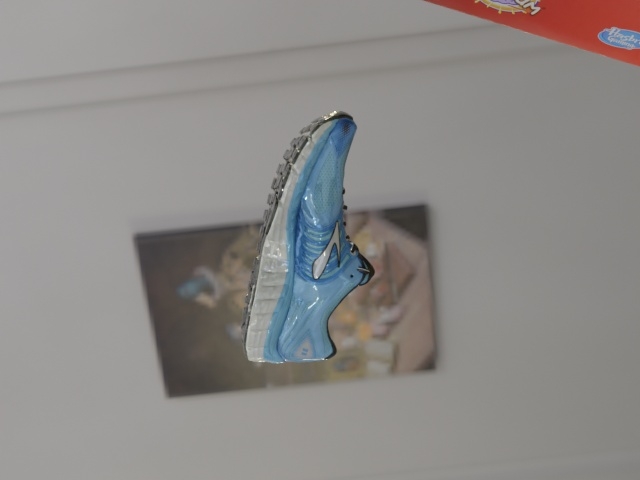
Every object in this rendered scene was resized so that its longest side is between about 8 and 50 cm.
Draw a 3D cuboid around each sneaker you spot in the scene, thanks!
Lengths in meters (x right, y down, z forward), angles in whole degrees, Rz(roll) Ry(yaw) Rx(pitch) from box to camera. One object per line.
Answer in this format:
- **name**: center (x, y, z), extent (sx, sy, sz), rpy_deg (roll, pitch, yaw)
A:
- **sneaker**: center (0.000, 0.000, 0.757), extent (0.063, 0.073, 0.162), rpy_deg (-121, 44, -78)

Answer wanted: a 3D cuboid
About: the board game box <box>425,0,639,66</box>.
- **board game box**: center (0.103, -0.272, 0.850), extent (0.064, 0.317, 0.242), rpy_deg (124, 156, -59)
